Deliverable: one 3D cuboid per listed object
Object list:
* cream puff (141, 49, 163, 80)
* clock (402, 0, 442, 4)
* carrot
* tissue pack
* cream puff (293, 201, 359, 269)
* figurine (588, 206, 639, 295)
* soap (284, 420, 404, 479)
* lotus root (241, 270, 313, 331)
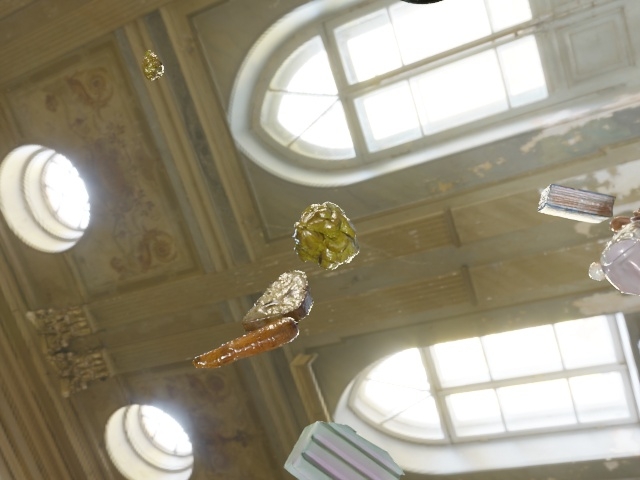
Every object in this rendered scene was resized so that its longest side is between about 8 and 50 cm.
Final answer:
[{"bbox_3d":[-0.477,-0.496,1.551,0.058,0.083,0.083,12,-85,-35],"label":"cream puff"},{"bbox_3d":[0.279,-0.793,1.451,0.325,0.325,0.067,56,-144,-42],"label":"clock"},{"bbox_3d":[-0.162,0.230,1.183,0.059,0.248,0.059,159,90,-84],"label":"carrot"},{"bbox_3d":[0.634,-0.089,1.352,0.115,0.155,0.065,29,-107,-76],"label":"tissue pack"},{"bbox_3d":[0.000,0.000,1.076,0.116,0.146,0.146,-30,-72,-32],"label":"cream puff"},{"bbox_3d":[0.630,0.020,1.065,0.133,0.200,0.276,47,-145,10],"label":"figurine"},{"bbox_3d":[0.055,0.508,1.212,0.230,0.091,0.145,37,-123,-3],"label":"soap"},{"bbox_3d":[-0.114,0.199,1.728,0.261,0.170,0.074,-53,-40,-45],"label":"lotus root"}]
